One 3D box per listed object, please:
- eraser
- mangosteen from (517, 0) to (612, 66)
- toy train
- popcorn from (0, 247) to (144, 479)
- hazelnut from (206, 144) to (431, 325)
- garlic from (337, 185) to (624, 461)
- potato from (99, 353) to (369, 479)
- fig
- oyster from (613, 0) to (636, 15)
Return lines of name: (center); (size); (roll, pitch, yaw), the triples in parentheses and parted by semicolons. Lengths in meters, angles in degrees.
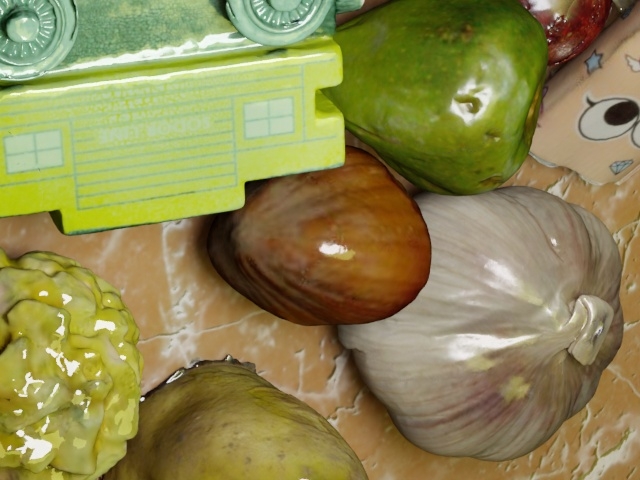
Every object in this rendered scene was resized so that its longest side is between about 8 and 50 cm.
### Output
eraser: (0.348, -0.180, 2.029); (0.171, 0.087, 0.290); (18, 134, -36)
mangosteen: (0.232, -0.268, 1.968); (0.166, 0.166, 0.180); (5, 143, -32)
toy train: (-0.166, -0.149, 1.746); (0.442, 0.179, 0.272); (-9, 115, -16)
popcorn: (-0.277, 0.130, 1.774); (0.259, 0.212, 0.259); (-10, 107, -36)
hazelnut: (0.001, -0.010, 1.893); (0.186, 0.210, 0.210); (-54, 124, -21)
garlic: (0.184, 0.087, 2.038); (0.322, 0.241, 0.322); (-8, 124, -12)
potato: (-0.065, 0.245, 1.902); (0.229, 0.266, 0.229); (-7, 104, -29)
fig: (0.077, -0.157, 1.883); (0.275, 0.206, 0.206); (15, 99, 10)
oyster: (0.329, -0.334, 2.073); (0.161, 0.107, 0.233); (-27, 99, -16)
